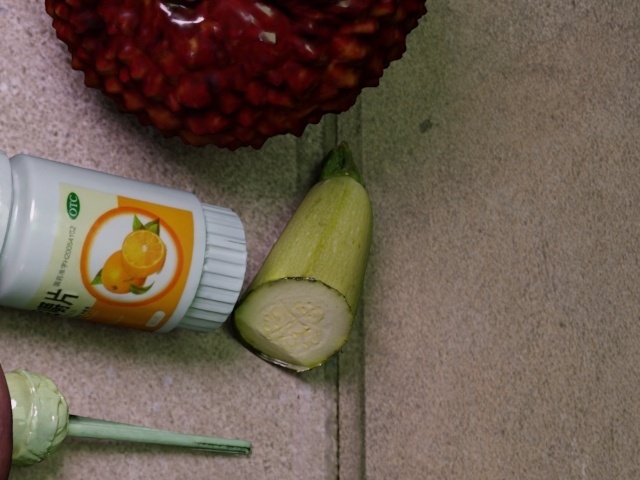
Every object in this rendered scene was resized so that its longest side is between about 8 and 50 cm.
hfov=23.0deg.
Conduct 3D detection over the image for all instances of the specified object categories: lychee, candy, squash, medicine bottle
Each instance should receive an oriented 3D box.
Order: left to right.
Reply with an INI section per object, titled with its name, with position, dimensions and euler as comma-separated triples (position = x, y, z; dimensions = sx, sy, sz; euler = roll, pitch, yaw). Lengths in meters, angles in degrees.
[medicine bottle]
position = -0.243, 0.004, 1.626
dimensions = 0.318, 0.158, 0.158
euler = 12, 68, -29
[candy]
position = -0.209, 0.200, 1.648
dimensions = 0.335, 0.093, 0.092
euler = 13, 111, -38
[lychee]
position = -0.093, -0.298, 1.656
dimensions = 0.425, 0.424, 0.500
euler = 58, 26, -4
[squash]
position = 0.015, 0.006, 1.814
dimensions = 0.137, 0.137, 0.287
euler = 39, 56, -16

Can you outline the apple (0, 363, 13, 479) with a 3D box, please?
[apple]
position = -0.413, 0.179, 1.411
dimensions = 0.305, 0.235, 0.306
euler = 9, 70, -27
